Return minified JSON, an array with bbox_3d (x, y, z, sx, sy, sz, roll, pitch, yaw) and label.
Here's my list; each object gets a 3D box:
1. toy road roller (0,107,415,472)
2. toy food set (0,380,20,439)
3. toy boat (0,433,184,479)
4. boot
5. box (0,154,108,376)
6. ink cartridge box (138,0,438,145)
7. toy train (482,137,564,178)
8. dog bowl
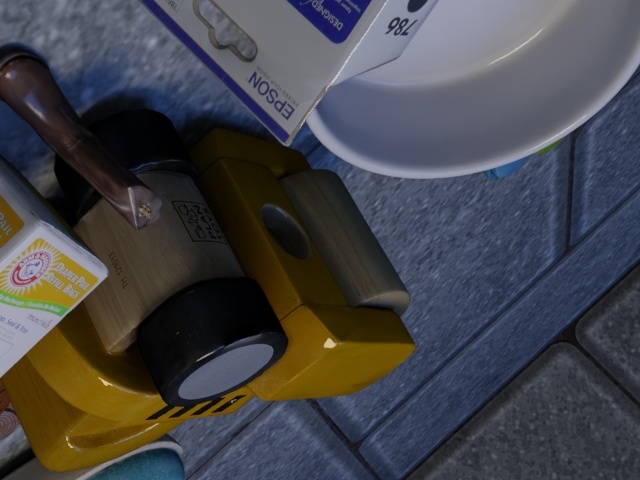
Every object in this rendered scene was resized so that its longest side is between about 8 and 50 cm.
[{"bbox_3d":[-0.107,0.055,0.931,0.240,0.202,0.329,-40,157,25],"label":"toy road roller"},{"bbox_3d":[-0.291,0.152,0.983,0.192,0.038,0.132,-25,151,-40],"label":"toy food set"},{"bbox_3d":[-0.246,0.324,1.229,0.267,0.148,0.318,-31,155,-29],"label":"toy boat"},{"bbox_3d":[-0.149,-0.059,0.743,0.037,0.114,0.106,-43,159,-3],"label":"boot"},{"bbox_3d":[-0.253,0.038,0.738,0.203,0.114,0.103,-43,157,-3],"label":"box"},{"bbox_3d":[0.029,-0.231,0.675,0.333,0.165,0.065,-53,158,25],"label":"ink cartridge box"},{"bbox_3d":[0.187,-0.142,1.142,0.248,0.143,0.105,-20,149,-46],"label":"toy train"},{"bbox_3d":[0.101,-0.168,0.852,0.265,0.104,0.265,-10,144,-7],"label":"dog bowl"}]
